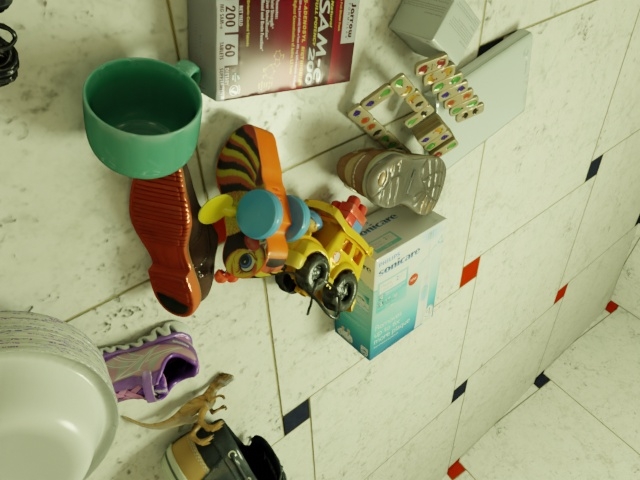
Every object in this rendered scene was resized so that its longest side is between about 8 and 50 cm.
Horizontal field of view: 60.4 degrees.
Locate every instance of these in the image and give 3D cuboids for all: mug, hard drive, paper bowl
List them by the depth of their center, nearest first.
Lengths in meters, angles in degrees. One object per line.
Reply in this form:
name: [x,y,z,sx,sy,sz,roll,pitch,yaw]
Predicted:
mug: [-0.199,-0.141,0.661,0.158,0.129,0.097,-20,155,-30]
paper bowl: [-0.396,0.240,0.672,0.284,0.148,0.284,-17,127,-25]
hard drive: [0.343,-0.297,1.195,0.308,0.040,0.203,-36,139,-21]

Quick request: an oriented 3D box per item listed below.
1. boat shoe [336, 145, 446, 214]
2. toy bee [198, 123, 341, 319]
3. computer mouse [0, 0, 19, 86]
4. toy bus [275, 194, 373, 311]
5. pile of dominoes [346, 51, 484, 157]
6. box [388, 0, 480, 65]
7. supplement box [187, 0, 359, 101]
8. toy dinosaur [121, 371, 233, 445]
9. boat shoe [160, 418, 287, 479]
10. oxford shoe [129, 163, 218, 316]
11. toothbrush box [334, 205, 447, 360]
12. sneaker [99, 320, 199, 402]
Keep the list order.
boat shoe: [0.145,-0.125,1.060,0.324,0.116,0.123,6,105,-57]
toy bee: [-0.104,-0.010,0.800,0.162,0.298,0.195,-28,143,25]
computer mouse: [-0.334,-0.279,0.475,0.189,0.072,0.272,4,127,-50]
toy bus: [0.000,0.000,0.988,0.220,0.149,0.211,41,73,-50]
pile of dominoes: [0.190,-0.226,1.006,0.196,0.040,0.251,-33,151,22]
box: [0.194,-0.366,0.933,0.101,0.102,0.087,17,103,-52]
supplement box: [-0.059,-0.277,0.757,0.239,0.073,0.130,-21,131,-37]
toy dinosaur: [-0.243,0.325,1.018,0.212,0.112,0.064,-25,148,-40]
boat shoe: [-0.144,0.527,1.195,0.156,0.187,0.500,-41,136,-8]
oxford shoe: [-0.206,-0.021,0.805,0.098,0.097,0.271,-51,151,-51]
toothbrush box: [0.148,0.082,1.209,0.216,0.126,0.295,-27,134,-31]
sneaker: [-0.292,0.216,0.862,0.236,0.104,0.095,-24,135,-32]
